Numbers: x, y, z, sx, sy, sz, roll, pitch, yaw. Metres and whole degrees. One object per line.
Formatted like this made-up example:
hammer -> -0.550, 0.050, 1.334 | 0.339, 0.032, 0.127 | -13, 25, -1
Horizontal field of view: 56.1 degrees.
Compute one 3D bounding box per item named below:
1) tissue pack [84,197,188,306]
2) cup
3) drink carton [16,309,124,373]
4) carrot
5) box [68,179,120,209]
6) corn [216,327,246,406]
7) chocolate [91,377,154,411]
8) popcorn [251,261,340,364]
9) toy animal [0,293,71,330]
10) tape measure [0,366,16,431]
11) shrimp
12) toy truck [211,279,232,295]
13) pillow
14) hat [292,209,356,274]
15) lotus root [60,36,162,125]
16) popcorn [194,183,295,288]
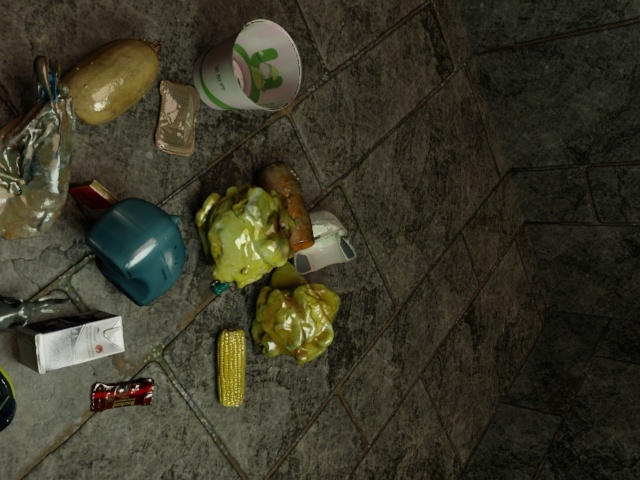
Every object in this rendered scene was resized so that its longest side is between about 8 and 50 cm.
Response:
tissue pack -> -0.464, 0.022, 1.561 | 0.206, 0.198, 0.287 | -48, 163, -26
cup -> -0.230, -0.495, 1.782 | 0.253, 0.274, 0.253 | -1, 91, -44
drink carton -> -0.627, 0.250, 1.517 | 0.222, 0.134, 0.101 | -9, 97, -45
carrot -> -0.112, -0.113, 1.968 | 0.139, 0.139, 0.301 | -4, 72, -45
box -> -0.584, -0.116, 1.543 | 0.090, 0.133, 0.023 | 50, 55, -36
corn -> -0.282, 0.399, 1.896 | 0.093, 0.093, 0.244 | -2, 93, -45
chocolate -> -0.549, 0.431, 1.677 | 0.182, 0.028, 0.086 | 9, 88, -46
popcorn -> -0.063, 0.242, 1.981 | 0.326, 0.290, 0.321 | -3, 97, -26
toy animal -> -0.739, 0.171, 1.403 | 0.269, 0.137, 0.082 | -14, 99, -35
tape measure -> -0.773, 0.355, 1.354 | 0.199, 0.112, 0.186 | -86, 156, -59
shrimp -> -0.693, -0.215, 1.418 | 0.221, 0.110, 0.445 | 13, 99, -34
toy truck -> -0.307, 0.140, 1.894 | 0.083, 0.044, 0.039 | -36, 119, -38
pillow -> -0.420, -0.357, 1.767 | 0.135, 0.034, 0.211 | 4, 90, -47
hat -> 0.003, 0.007, 2.115 | 0.275, 0.232, 0.161 | 64, 16, -45
lotus root -> -0.530, -0.432, 1.559 | 0.342, 0.169, 0.151 | -51, 161, -27
popcorn -> -0.227, -0.011, 1.814 | 0.312, 0.312, 0.312 | -3, 94, -45
